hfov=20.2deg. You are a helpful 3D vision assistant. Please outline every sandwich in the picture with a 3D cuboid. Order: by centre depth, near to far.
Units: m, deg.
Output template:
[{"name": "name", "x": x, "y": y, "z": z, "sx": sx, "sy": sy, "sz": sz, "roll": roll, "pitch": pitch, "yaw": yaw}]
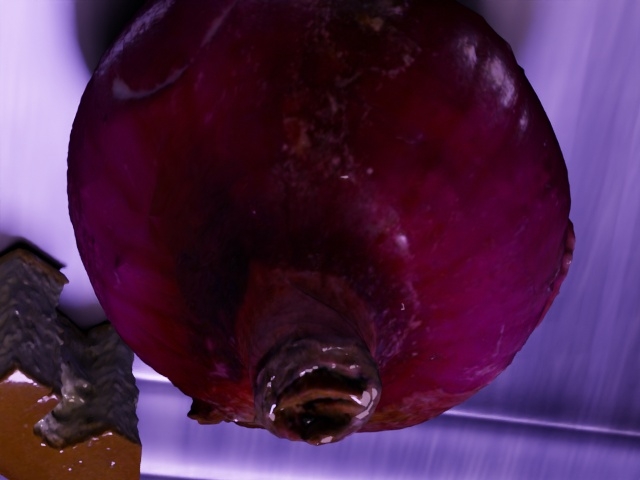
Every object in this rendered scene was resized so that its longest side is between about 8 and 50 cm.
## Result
[{"name": "sandwich", "x": -0.197, "y": 0.131, "z": 1.392, "sx": 0.128, "sy": 0.122, "sz": 0.235, "roll": -32, "pitch": 130, "yaw": 21}]

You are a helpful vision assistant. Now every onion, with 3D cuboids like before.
[{"name": "onion", "x": 0.000, "y": 0.000, "z": 1.148, "sx": 0.347, "sy": 0.385, "sz": 0.348, "roll": 0, "pitch": 120, "yaw": 0}]
